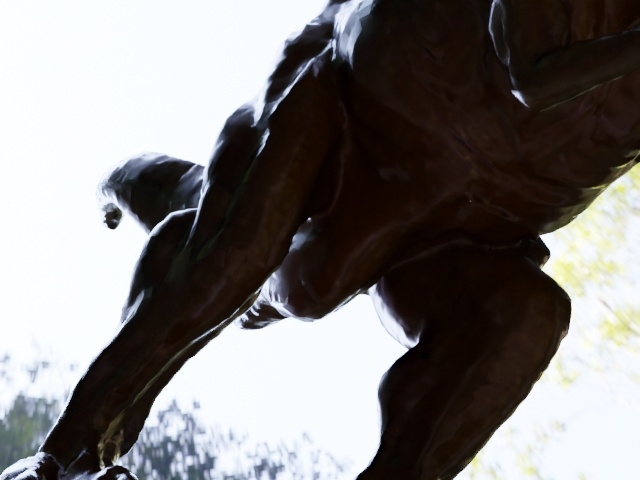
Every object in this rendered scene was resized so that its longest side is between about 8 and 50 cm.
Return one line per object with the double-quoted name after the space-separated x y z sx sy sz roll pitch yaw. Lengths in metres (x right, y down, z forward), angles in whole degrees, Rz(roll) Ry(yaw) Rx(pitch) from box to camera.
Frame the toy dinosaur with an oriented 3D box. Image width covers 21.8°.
0.000 0.000 0.416 0.097 0.432 0.208 39 -125 -25 "toy dinosaur"
